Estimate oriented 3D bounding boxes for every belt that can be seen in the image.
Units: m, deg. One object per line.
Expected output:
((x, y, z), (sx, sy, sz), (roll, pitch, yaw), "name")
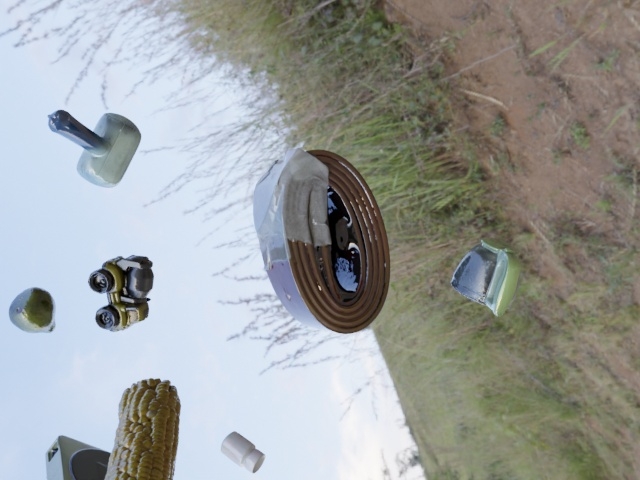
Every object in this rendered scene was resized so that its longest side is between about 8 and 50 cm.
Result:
((0.000, 0.000, 0.932), (0.217, 0.122, 0.339), (-16, -87, -27), "belt")

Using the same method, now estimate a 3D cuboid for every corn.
((-0.256, 0.311, 0.749), (0.102, 0.102, 0.313), (64, 176, -24), "corn")

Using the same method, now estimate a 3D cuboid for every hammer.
((-0.331, -0.147, 0.734), (0.194, 0.069, 0.116), (68, -133, -83), "hammer")

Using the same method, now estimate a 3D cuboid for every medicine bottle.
((-0.163, 0.447, 1.076), (0.052, 0.089, 0.052), (-45, -31, -37), "medicine bottle")

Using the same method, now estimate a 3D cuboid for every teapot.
((0.250, 0.046, 0.719), (0.124, 0.092, 0.091), (45, 124, 56), "teapot")

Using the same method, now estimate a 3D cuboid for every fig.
((-0.808, 0.215, 1.464), (0.123, 0.123, 0.156), (-85, -25, -45), "fig")

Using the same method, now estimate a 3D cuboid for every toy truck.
((-0.568, 0.155, 1.509), (0.147, 0.165, 0.224), (-57, -35, -77), "toy truck")

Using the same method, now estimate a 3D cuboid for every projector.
((-0.429, 0.529, 1.040), (0.259, 0.079, 0.257), (39, 172, -32), "projector")
